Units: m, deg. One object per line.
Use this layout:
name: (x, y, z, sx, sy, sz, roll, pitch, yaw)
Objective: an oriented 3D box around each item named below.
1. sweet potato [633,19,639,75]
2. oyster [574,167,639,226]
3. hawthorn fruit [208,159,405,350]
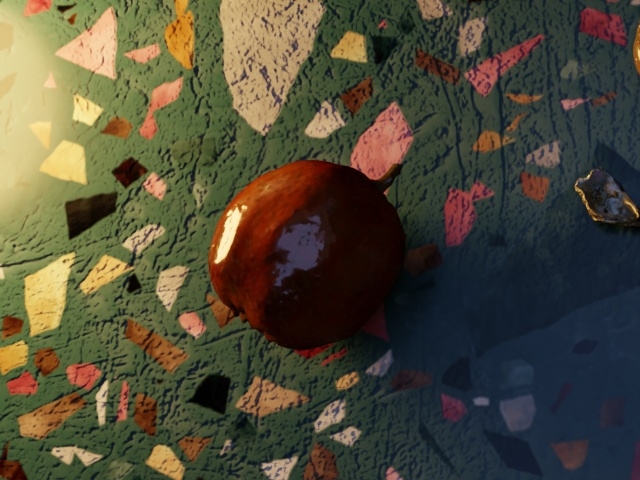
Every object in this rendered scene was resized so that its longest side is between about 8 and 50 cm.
sweet potato: (0.406, -0.154, 1.498, 0.068, 0.068, 0.226, -39, 82, 7)
oyster: (0.321, -0.038, 1.516, 0.051, 0.034, 0.093, -28, 58, -5)
hawthorn fruit: (0.000, 0.000, 1.538, 0.205, 0.205, 0.253, 39, 88, 23)
